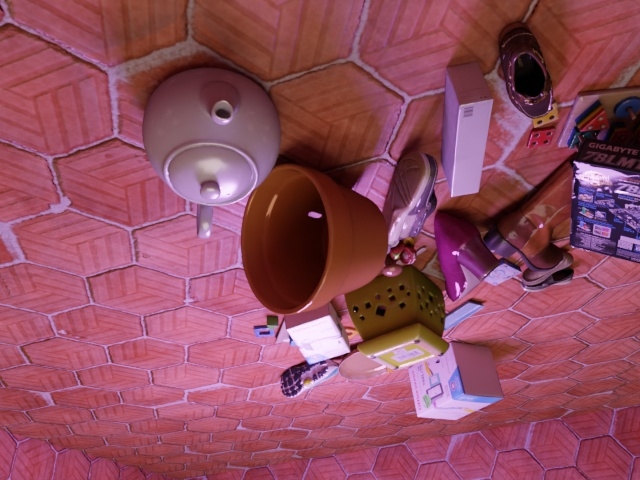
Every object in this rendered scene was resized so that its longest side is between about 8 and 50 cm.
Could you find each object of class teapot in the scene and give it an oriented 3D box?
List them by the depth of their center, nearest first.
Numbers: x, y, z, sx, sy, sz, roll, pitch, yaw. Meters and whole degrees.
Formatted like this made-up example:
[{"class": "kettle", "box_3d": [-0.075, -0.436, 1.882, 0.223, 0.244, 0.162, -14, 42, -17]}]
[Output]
[{"class": "teapot", "box_3d": [-0.183, -0.143, 0.887, 0.252, 0.187, 0.256, -21, 144, 21]}]

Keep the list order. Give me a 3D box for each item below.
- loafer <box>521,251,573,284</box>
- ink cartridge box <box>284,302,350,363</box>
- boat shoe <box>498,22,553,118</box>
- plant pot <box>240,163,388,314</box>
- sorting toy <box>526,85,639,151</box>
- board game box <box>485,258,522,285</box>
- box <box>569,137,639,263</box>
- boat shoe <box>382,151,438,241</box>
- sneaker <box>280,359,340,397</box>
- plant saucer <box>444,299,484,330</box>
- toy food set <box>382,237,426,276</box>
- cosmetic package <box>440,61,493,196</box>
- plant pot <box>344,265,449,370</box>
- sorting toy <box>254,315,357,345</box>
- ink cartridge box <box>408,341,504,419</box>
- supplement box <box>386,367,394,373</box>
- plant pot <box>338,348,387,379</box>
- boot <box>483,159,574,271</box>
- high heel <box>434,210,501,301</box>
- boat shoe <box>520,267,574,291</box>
[{"class": "loafer", "box_3d": [0.613, 0.070, 1.439, 0.148, 0.056, 0.050, -37, 136, 23]}, {"class": "ink cartridge box", "box_3d": [-0.009, 0.269, 1.567, 0.139, 0.082, 0.191, -20, 132, 9]}, {"class": "boat shoe", "box_3d": [0.350, -0.266, 0.887, 0.073, 0.073, 0.207, -25, 143, 24]}, {"class": "plant pot", "box_3d": [0.000, 0.000, 1.068, 0.203, 0.291, 0.291, 2, 149, -40]}, {"class": "sorting toy", "box_3d": [0.533, -0.222, 1.002, 0.274, 0.046, 0.132, -5, 146, 0]}, {"class": "board game box", "box_3d": [0.501, 0.090, 1.477, 0.090, 0.020, 0.090, 22, 136, -35]}, {"class": "box", "box_3d": [0.644, -0.053, 1.013, 0.295, 0.073, 0.293, 18, 154, 33]}, {"class": "boat shoe", "box_3d": [0.199, -0.088, 1.108, 0.092, 0.103, 0.285, -5, 150, -11]}, {"class": "sneaker", "box_3d": [-0.041, 0.515, 1.958, 0.275, 0.107, 0.110, -30, 148, 32]}, {"class": "plant saucer", "box_3d": [0.439, 0.243, 1.697, 0.067, 0.018, 0.192, 14, 142, -26]}, {"class": "toy food set", "box_3d": [0.173, 0.037, 1.306, 0.128, 0.071, 0.218, -32, 138, 33]}, {"class": "cosmetic package", "box_3d": [0.262, -0.194, 0.958, 0.060, 0.099, 0.239, -11, 146, 3]}, {"class": "plant pot", "box_3d": [0.225, 0.233, 1.484, 0.228, 0.207, 0.227, -26, 140, 26]}, {"class": "sorting toy", "box_3d": [-0.037, 0.297, 1.679, 0.347, 0.047, 0.196, 5, 145, -15]}, {"class": "ink cartridge box", "box_3d": [0.498, 0.532, 1.969, 0.197, 0.198, 0.270, 12, 141, -25]}, {"class": "supplement box", "box_3d": [0.242, 0.351, 1.745, 0.078, 0.080, 0.233, -15, 137, -1]}, {"class": "plant pot", "box_3d": [0.176, 0.435, 1.902, 0.236, 0.032, 0.236, -9, 139, -8]}, {"class": "boot", "box_3d": [0.568, -0.056, 1.246, 0.264, 0.096, 0.280, 21, 130, -24]}, {"class": "high heel", "box_3d": [0.350, 0.042, 1.363, 0.127, 0.181, 0.377, -37, 164, -11]}, {"class": "boat shoe", "box_3d": [0.646, 0.105, 1.497, 0.152, 0.056, 0.049, -14, 141, -5]}]
